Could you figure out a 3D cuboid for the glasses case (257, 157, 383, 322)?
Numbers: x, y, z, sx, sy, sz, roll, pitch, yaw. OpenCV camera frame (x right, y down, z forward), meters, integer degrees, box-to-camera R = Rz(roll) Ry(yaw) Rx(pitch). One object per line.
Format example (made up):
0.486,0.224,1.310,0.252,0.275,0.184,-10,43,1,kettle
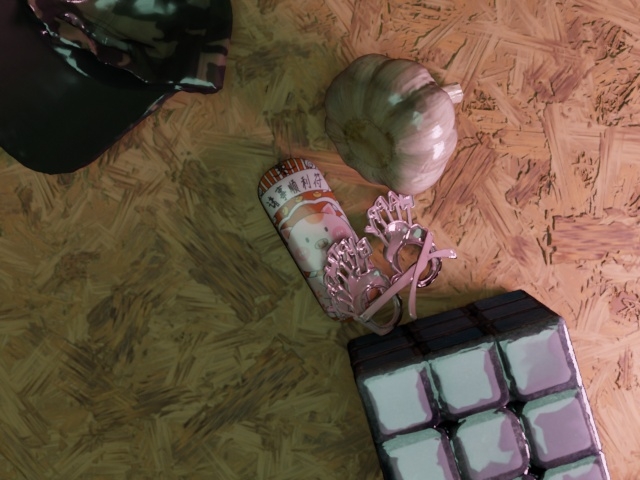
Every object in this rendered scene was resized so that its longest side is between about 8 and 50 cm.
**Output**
0.000,0.000,1.850,0.103,0.067,0.267,-32,97,-8,glasses case

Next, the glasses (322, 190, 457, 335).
0.103,0.031,1.804,0.162,0.095,0.255,46,56,-9,glasses

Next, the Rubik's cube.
0.224,0.266,1.766,0.305,0.301,0.304,-18,95,-1,Rubik's cube

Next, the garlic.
0.128,-0.191,1.805,0.212,0.218,0.219,-36,97,-36,garlic

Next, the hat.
-0.353,-0.299,1.793,0.381,0.257,0.366,-29,115,36,hat
